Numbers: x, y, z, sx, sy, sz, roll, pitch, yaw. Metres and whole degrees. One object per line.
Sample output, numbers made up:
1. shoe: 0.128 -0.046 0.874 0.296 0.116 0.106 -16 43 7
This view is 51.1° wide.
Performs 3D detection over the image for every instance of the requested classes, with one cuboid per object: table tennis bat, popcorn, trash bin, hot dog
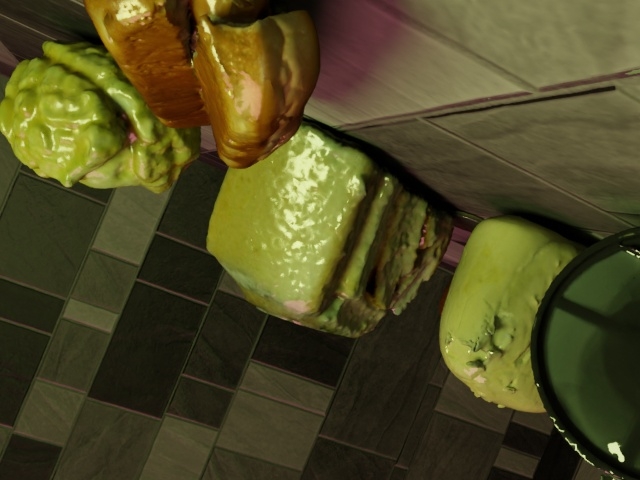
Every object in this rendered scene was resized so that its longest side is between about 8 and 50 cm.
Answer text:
1. table tennis bat: 0.214 -0.037 1.122 0.131 0.022 0.234 23 177 -32
2. popcorn: -0.276 -0.153 0.868 0.256 0.194 0.255 2 -165 -27
3. trash bin: 0.328 0.128 0.629 0.217 0.277 0.262 13 166 30
4. hot dog: -0.068 -0.121 0.466 0.135 0.100 0.337 31 177 -5

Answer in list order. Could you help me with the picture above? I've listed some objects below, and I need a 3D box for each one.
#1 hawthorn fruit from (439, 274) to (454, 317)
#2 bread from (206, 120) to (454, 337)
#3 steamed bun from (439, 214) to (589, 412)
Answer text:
1. hawthorn fruit: 0.369 0.126 1.414 0.224 0.224 0.261 22 -161 13
2. bread: -0.006 0.002 0.960 0.239 0.263 0.395 29 -177 31
3. steamed bun: 0.253 0.091 0.856 0.273 0.231 0.166 18 -175 -36
